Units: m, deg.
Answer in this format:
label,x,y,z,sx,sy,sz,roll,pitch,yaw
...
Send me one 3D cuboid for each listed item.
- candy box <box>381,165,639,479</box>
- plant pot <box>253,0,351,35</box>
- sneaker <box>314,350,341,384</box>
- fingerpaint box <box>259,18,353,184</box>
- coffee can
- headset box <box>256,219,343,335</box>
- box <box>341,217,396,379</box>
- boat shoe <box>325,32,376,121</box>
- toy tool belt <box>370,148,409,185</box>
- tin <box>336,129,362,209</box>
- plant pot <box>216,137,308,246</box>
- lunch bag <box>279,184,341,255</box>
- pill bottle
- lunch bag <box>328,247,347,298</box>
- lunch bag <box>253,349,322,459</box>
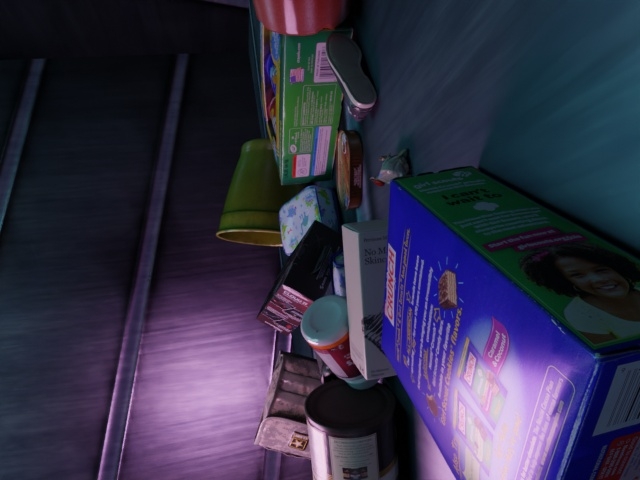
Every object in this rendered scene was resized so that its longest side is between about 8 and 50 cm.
label,x,y,z,sx,sy,sz,roll,pitch,yaw
candy box,0.174,0.101,0.435,0.317,0.122,0.269,-120,24,-59
plant pot,-0.041,-0.563,0.786,0.265,0.272,0.273,84,172,-54
sneaker,0.028,0.331,1.143,0.106,0.078,0.235,104,155,-75
fingerpaint box,-0.066,-0.443,1.146,0.445,0.163,0.372,99,160,-52
coffee can,0.075,0.485,0.945,0.201,0.201,0.276,-144,47,-74
headset box,-0.048,0.101,1.124,0.293,0.110,0.218,-52,10,53
box,0.111,0.104,0.770,0.094,0.113,0.276,-140,43,-72
boat shoe,0.054,-0.335,0.858,0.065,0.075,0.206,106,148,-63
toy tool belt,0.124,-0.128,0.736,0.051,0.052,0.083,-67,11,-11
tin,0.067,-0.165,0.993,0.106,0.040,0.190,-127,31,-59
plant pot,-0.188,-0.176,1.567,0.366,0.365,0.354,147,127,-77
lunch bag,-0.035,-0.051,1.255,0.219,0.090,0.176,-29,65,48
pill bottle,0.056,0.229,0.918,0.221,0.121,0.121,57,-174,-37
lunch bag,0.072,0.093,1.008,0.151,0.096,0.129,-85,-12,-77
lunch bag,-0.050,0.500,1.250,0.169,0.235,0.288,139,147,-77
